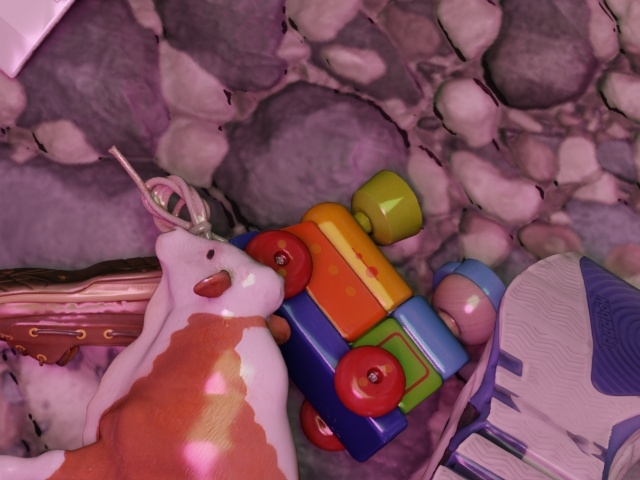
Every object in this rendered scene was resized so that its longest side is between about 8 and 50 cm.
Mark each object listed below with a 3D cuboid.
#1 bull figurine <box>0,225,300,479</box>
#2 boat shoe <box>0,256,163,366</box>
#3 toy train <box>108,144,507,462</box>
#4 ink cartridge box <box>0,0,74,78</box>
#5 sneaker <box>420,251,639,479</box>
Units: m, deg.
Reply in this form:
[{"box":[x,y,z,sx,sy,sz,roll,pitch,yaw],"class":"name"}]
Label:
[{"box":[-0.075,0.153,0.816,0.188,0.101,0.310,-18,89,17],"class":"bull figurine"},{"box":[-0.166,0.049,0.899,0.178,0.064,0.060,-5,101,0],"class":"boat shoe"},{"box":[0.000,0.000,0.919,0.143,0.105,0.248,-35,81,-25],"class":"toy train"},{"box":[-0.224,-0.298,0.989,0.296,0.066,0.261,41,99,5],"class":"ink cartridge box"},{"box":[0.102,0.151,0.860,0.127,0.182,0.315,34,41,5],"class":"sneaker"}]
